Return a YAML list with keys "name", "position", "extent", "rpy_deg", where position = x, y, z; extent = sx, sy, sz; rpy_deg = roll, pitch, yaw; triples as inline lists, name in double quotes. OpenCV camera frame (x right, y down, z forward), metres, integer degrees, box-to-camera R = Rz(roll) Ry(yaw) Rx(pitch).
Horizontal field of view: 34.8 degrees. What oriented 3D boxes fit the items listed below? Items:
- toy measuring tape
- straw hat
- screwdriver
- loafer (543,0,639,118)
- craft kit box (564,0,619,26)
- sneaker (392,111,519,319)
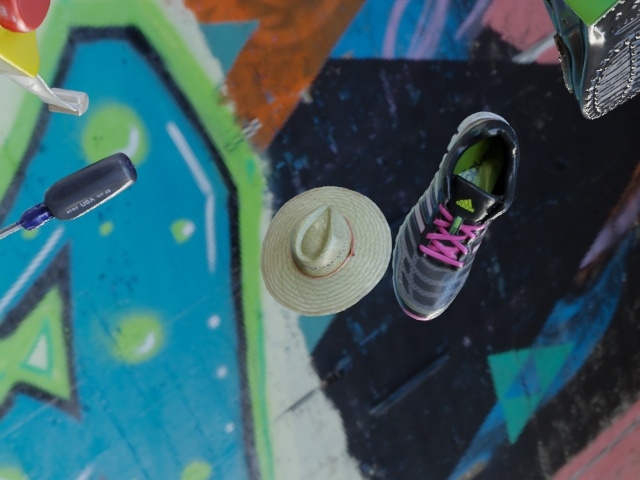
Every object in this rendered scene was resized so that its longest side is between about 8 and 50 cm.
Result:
- name: "toy measuring tape"
  position: [-0.261, -0.196, 0.855]
  extent: [0.121, 0.121, 0.330]
  rpy_deg: [52, 2, 10]
- name: "straw hat"
  position: [0.000, 0.000, 1.024]
  extent: [0.144, 0.144, 0.061]
  rpy_deg: [47, -7, 23]
- name: "screwdriver"
  position: [-0.176, -0.003, 0.568]
  extent: [0.024, 0.170, 0.025]
  rpy_deg: [64, 11, 12]
- name: "loafer"
  position: [0.359, -0.295, 1.310]
  extent: [0.130, 0.133, 0.366]
  rpy_deg: [59, -2, 30]
- name: "craft kit box"
  position: [0.223, -0.347, 0.972]
  extent: [0.250, 0.246, 0.061]
  rpy_deg: [46, -45, -2]
- name: "sneaker"
  position: [0.103, -0.021, 0.767]
  extent: [0.063, 0.170, 0.075]
  rpy_deg: [25, -1, -1]
